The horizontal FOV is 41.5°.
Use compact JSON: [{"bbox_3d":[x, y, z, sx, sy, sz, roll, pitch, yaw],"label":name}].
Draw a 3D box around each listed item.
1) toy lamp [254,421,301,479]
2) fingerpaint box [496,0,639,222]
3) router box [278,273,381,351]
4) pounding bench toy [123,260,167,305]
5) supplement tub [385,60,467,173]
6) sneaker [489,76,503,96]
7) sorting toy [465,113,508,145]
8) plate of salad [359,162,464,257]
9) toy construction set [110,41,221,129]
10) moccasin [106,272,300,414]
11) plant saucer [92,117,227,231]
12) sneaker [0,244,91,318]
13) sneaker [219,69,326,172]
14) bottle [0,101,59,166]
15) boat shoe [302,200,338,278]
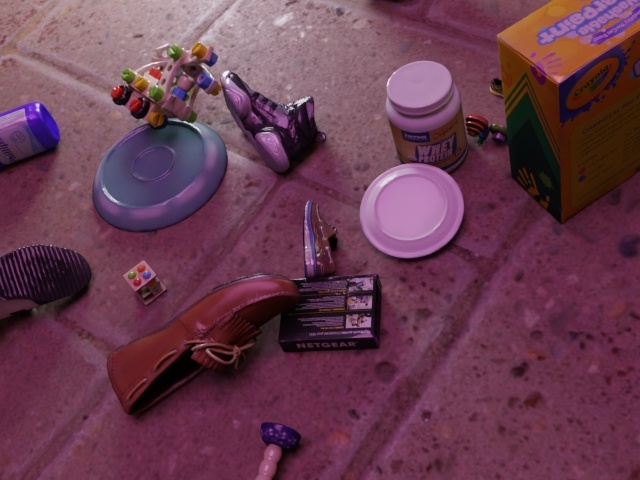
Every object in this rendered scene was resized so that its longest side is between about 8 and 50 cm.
[{"bbox_3d":[-0.108,0.427,1.339,0.080,0.080,0.274,6,55,20],"label":"toy lamp"},{"bbox_3d":[0.542,-0.299,1.481,0.445,0.371,0.163,-33,53,-7],"label":"fingerpaint box"},{"bbox_3d":[0.018,0.131,1.532,0.179,0.046,0.133,-4,55,14],"label":"router box"},{"bbox_3d":[-0.356,0.074,1.674,0.052,0.065,0.083,-39,53,-12],"label":"pounding bench toy"},{"bbox_3d":[0.206,-0.234,1.641,0.145,0.199,0.144,-8,54,11],"label":"supplement tub"},{"bbox_3d":[0.387,-0.312,1.747,0.083,0.035,0.031,22,65,29],"label":"sneaker"},{"bbox_3d":[0.330,-0.212,1.679,0.102,0.061,0.042,25,82,-1],"label":"sorting toy"},{"bbox_3d":[0.175,-0.055,1.613,0.200,0.048,0.199,-6,65,13],"label":"plate of salad"},{"bbox_3d":[-0.345,-0.358,1.881,0.215,0.151,0.328,-57,29,2],"label":"toy construction set"},{"bbox_3d":[-0.201,0.184,1.496,0.380,0.139,0.147,-28,61,1],"label":"moccasin"},{"bbox_3d":[-0.362,-0.159,1.859,0.318,0.043,0.317,-8,54,10],"label":"plant saucer"},{"bbox_3d":[-0.636,0.097,1.712,0.331,0.146,0.122,-12,78,-21],"label":"sneaker"},{"bbox_3d":[-0.099,-0.279,1.815,0.153,0.101,0.268,-30,71,-13],"label":"sneaker"},{"bbox_3d":[-0.763,-0.229,1.980,0.283,0.118,0.092,-20,53,1],"label":"bottle"},{"bbox_3d":[0.000,0.000,1.628,0.066,0.066,0.183,0,52,-3],"label":"boat shoe"}]
